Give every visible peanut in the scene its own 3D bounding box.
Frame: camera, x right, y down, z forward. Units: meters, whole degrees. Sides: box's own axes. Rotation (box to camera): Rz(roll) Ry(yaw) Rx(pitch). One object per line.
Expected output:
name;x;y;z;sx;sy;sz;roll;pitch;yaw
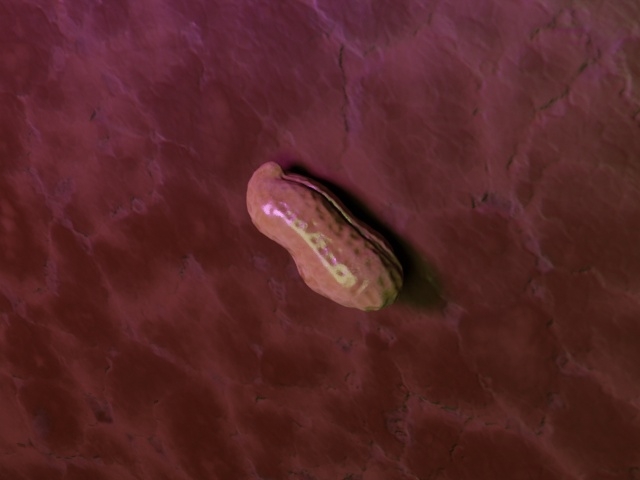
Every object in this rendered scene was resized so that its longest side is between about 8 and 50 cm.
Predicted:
peanut;0.000;0.000;1.036;0.174;0.080;0.080;43;132;8
